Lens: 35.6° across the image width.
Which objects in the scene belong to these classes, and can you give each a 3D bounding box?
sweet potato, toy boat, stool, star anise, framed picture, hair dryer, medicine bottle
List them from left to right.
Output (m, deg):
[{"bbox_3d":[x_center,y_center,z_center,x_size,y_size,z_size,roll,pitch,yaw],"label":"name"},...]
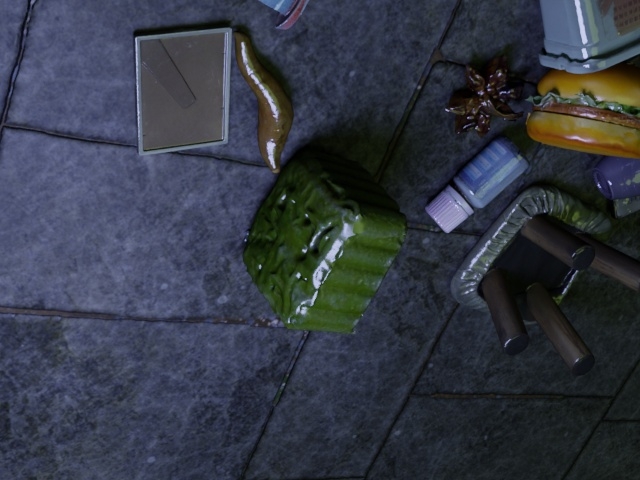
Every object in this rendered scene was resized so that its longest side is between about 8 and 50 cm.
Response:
[{"bbox_3d":[-0.210,-0.228,1.523,0.150,0.015,0.203,-12,129,-22],"label":"framed picture"},{"bbox_3d":[-0.082,-0.223,1.572,0.069,0.059,0.249,-16,127,-3],"label":"sweet potato"},{"bbox_3d":[-0.074,-0.375,1.476,0.122,0.034,0.096,24,104,-38],"label":"toy boat"},{"bbox_3d":[0.289,-0.102,1.851,0.203,0.083,0.083,-43,133,4],"label":"medicine bottle"},{"bbox_3d":[0.289,-0.253,1.759,0.168,0.057,0.167,-8,122,-13],"label":"star anise"},{"bbox_3d":[0.473,0.084,2.002,0.310,0.226,0.310,18,115,-37],"label":"stool"},{"bbox_3d":[0.640,-0.271,1.897,0.301,0.121,0.361,-28,122,-3],"label":"hair dryer"}]

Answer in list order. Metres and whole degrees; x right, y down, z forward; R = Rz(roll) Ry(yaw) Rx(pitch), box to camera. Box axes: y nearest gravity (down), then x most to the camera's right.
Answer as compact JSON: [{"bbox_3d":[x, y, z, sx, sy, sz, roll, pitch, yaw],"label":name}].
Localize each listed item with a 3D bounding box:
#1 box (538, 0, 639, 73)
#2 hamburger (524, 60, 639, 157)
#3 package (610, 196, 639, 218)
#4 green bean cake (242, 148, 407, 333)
[{"bbox_3d":[0.512,-0.424,1.677,0.312,0.175,0.182,-25,114,-10],"label":"box"},{"bbox_3d":[0.486,-0.242,1.767,0.246,0.246,0.169,10,97,-34],"label":"hamburger"},{"bbox_3d":[0.672,-0.162,2.057,0.154,0.030,0.239,-19,131,-14],"label":"package"},{"bbox_3d":[0.000,0.000,1.654,0.156,0.247,0.249,11,117,-34],"label":"green bean cake"}]
